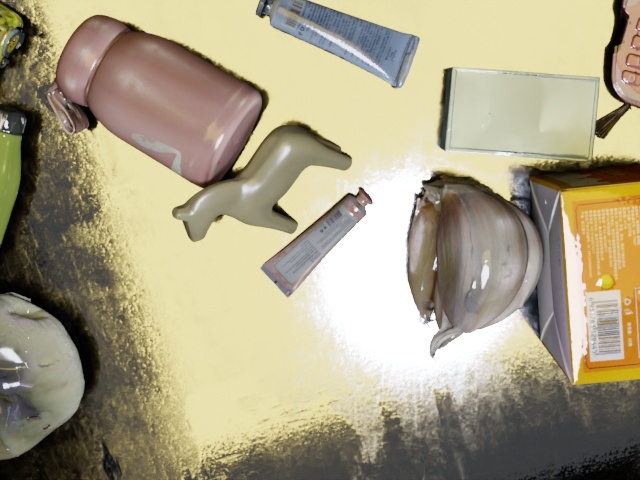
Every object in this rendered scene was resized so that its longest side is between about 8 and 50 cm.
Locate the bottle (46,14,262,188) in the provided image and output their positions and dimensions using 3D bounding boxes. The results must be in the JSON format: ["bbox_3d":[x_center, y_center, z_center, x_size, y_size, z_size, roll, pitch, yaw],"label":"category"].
[{"bbox_3d":[-0.260,-0.206,1.693,0.296,0.173,0.206,30,112,2],"label":"bottle"}]

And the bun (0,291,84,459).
[{"bbox_3d":[-0.515,0.219,1.762,0.272,0.168,0.273,0,106,-1],"label":"bun"}]

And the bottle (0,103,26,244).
[{"bbox_3d":[-0.529,-0.085,1.744,0.112,0.112,0.260,20,98,-1],"label":"bottle"}]

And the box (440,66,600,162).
[{"bbox_3d":[0.305,-0.195,1.722,0.225,0.086,0.130,5,97,1],"label":"box"}]

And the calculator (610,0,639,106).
[{"bbox_3d":[0.566,-0.342,1.716,0.220,0.048,0.330,15,99,-2],"label":"calculator"}]

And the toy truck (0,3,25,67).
[{"bbox_3d":[-0.572,-0.247,1.700,0.124,0.157,0.272,29,98,-2],"label":"toy truck"}]

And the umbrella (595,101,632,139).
[{"bbox_3d":[0.456,-0.187,1.754,0.083,0.020,0.031,-42,96,1],"label":"umbrella"}]

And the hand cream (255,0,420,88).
[{"bbox_3d":[0.024,-0.320,1.729,0.255,0.055,0.088,21,90,-4],"label":"hand cream"}]

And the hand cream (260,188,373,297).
[{"bbox_3d":[0.000,0.000,1.783,0.209,0.043,0.067,-42,93,12],"label":"hand cream"}]

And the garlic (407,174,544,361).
[{"bbox_3d":[0.216,0.031,1.681,0.237,0.210,0.292,-11,81,36],"label":"garlic"}]

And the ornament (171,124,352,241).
[{"bbox_3d":[-0.095,-0.078,1.695,0.230,0.244,0.061,-51,56,16],"label":"ornament"}]

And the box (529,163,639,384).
[{"bbox_3d":[0.442,0.039,1.665,0.213,0.259,0.284,-4,98,3],"label":"box"}]
